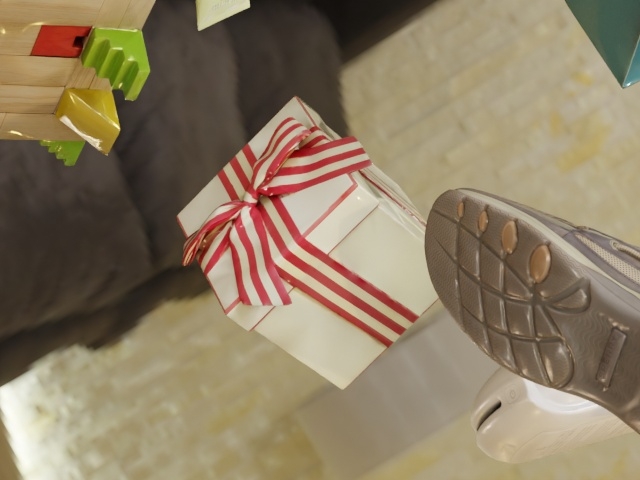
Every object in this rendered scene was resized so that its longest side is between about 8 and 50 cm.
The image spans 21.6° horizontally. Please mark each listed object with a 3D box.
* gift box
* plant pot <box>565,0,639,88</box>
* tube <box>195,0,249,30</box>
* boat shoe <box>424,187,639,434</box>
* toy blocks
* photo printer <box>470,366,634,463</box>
[{"bbox_3d":[0.000,0.000,2.058,0.255,0.258,0.276,-48,-144,7],"label":"gift box"},{"bbox_3d":[0.330,-0.321,1.762,0.165,0.234,0.165,-27,156,-14],"label":"plant pot"},{"bbox_3d":[-0.130,-0.387,2.090,0.070,0.240,0.062,-5,-150,-3],"label":"tube"},{"bbox_3d":[0.241,0.065,1.419,0.130,0.355,0.132,-13,131,-48],"label":"boat shoe"},{"bbox_3d":[-0.312,-0.213,1.567,0.261,0.190,0.381,0,150,-26],"label":"toy blocks"},{"bbox_3d":[0.331,0.172,1.984,0.307,0.107,0.256,-14,162,-13],"label":"photo printer"}]
